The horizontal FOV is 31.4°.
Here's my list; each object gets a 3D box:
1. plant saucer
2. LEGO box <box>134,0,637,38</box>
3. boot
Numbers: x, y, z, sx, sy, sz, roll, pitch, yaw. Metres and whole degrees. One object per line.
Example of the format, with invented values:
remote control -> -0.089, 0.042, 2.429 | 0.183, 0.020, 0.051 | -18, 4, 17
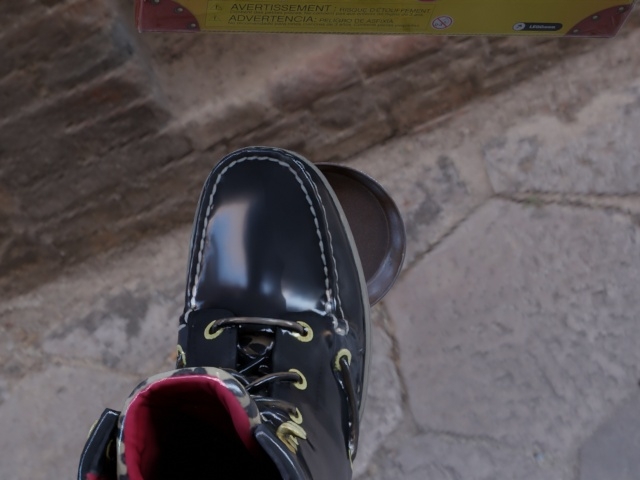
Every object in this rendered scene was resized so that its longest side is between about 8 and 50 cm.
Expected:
plant saucer -> 0.000, 0.000, 1.124 | 0.168, 0.168, 0.029 | -23, 20, 7
LEGO box -> 0.084, -0.365, 1.000 | 0.500, 0.372, 0.193 | -1, 62, -12
boot -> -0.047, 0.103, 0.693 | 0.138, 0.284, 0.377 | 2, 81, 6
